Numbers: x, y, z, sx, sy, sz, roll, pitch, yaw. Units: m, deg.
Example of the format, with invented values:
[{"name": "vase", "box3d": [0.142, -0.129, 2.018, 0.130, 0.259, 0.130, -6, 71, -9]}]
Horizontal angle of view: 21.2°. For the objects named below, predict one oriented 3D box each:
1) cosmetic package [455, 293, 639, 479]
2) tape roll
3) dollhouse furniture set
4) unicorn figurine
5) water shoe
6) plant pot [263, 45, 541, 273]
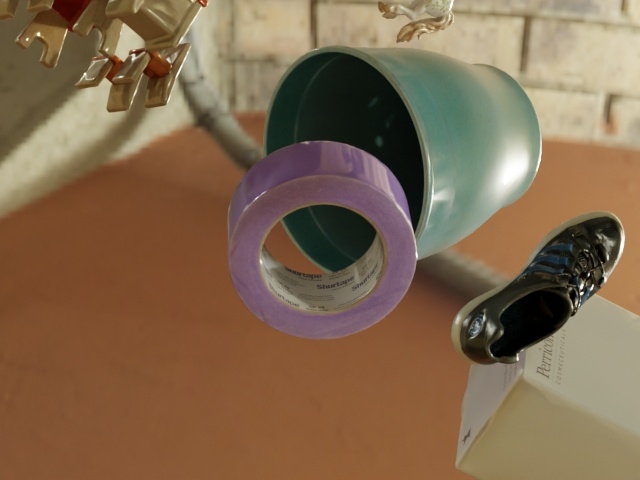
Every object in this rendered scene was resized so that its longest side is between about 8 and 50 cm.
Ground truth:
[{"name": "cosmetic package", "box3d": [0.349, 0.213, 1.832, 0.385, 0.156, 0.217, 27, -146, -9]}, {"name": "tape roll", "box3d": [0.000, 0.000, 1.723, 0.189, 0.189, 0.080, -2, -151, -3]}, {"name": "dollhouse furniture set", "box3d": [-0.250, -0.288, 2.039, 0.259, 0.262, 0.135, -3, -123, 45]}, {"name": "unicorn figurine", "box3d": [0.116, -0.289, 1.823, 0.111, 0.162, 0.060, -7, -131, -2]}, {"name": "water shoe", "box3d": [0.210, 0.049, 1.512, 0.203, 0.073, 0.080, -38, -158, -20]}, {"name": "plant pot", "box3d": [0.116, -0.107, 2.025, 0.255, 0.272, 0.271, -13, -144, -41]}]
